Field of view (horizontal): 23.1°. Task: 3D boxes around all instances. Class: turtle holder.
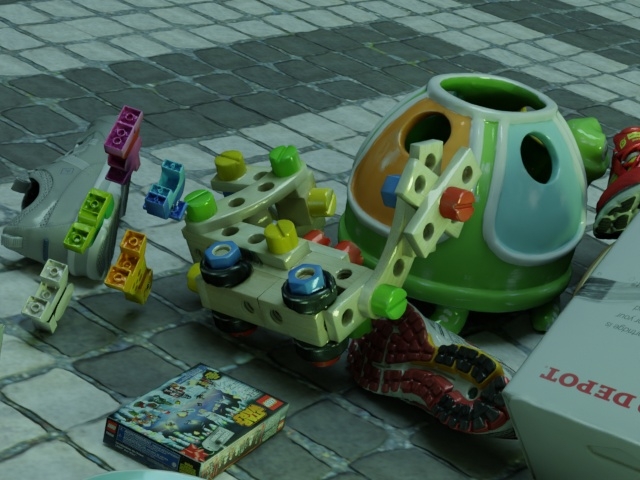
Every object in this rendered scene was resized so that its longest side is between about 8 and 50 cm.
[{"bbox_3d":[0.181,-0.044,1.609,0.320,0.227,0.243,4,23,-18],"label":"turtle holder"}]

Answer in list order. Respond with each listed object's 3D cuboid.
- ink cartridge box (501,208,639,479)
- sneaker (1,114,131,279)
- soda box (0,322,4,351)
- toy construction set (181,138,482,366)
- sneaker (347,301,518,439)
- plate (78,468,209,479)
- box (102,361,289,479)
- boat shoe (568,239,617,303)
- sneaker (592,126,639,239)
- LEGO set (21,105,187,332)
[{"bbox_3d":[0.331,0.091,1.294,0.223,0.129,0.307,18,55,38],"label":"ink cartridge box"},{"bbox_3d":[-0.253,-0.062,1.597,0.115,0.105,0.281,10,24,-5],"label":"sneaker"},{"bbox_3d":[-0.386,0.065,1.273,0.263,0.083,0.092,23,25,27],"label":"soda box"},{"bbox_3d":[0.000,0.000,1.448,0.328,0.151,0.215,0,32,47],"label":"toy construction set"},{"bbox_3d":[0.107,0.123,1.405,0.093,0.088,0.225,28,4,-41],"label":"sneaker"},{"bbox_3d":[-0.112,0.223,1.117,0.188,0.024,0.188,11,23,-5],"label":"plate"},{"bbox_3d":[-0.100,0.149,1.287,0.094,0.027,0.137,23,25,22],"label":"box"},{"bbox_3d":[0.362,0.069,1.585,0.123,0.123,0.342,26,21,33],"label":"boat shoe"},{"bbox_3d":[0.335,-0.063,1.659,0.107,0.118,0.279,-11,-5,12],"label":"sneaker"},{"bbox_3d":[-0.183,0.003,1.441,0.087,0.093,0.227,19,63,9],"label":"LEGO set"}]
